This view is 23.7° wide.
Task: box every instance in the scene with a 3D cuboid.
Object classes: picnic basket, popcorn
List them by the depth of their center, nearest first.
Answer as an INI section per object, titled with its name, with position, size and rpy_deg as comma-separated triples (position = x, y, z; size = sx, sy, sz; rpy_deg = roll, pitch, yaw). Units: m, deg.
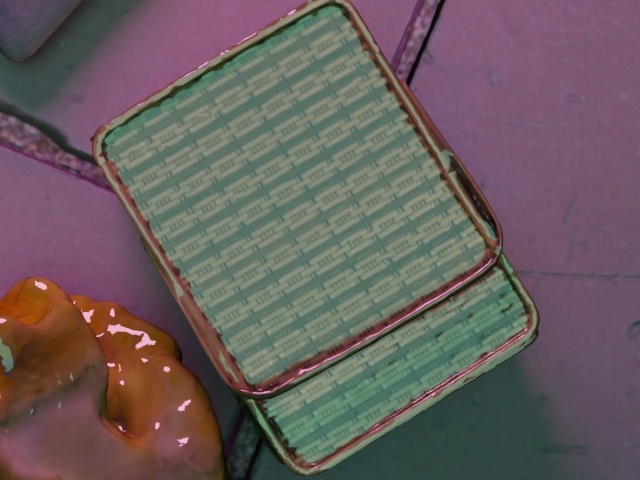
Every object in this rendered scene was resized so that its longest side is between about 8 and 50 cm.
[popcorn]
position = -0.210, 0.189, 1.116
size = 0.297, 0.281, 0.316
rpy_deg = -37, 109, -31
[picnic basket]
position = 0.000, 0.000, 1.149
size = 0.228, 0.175, 0.313
rpy_deg = -30, 93, -2

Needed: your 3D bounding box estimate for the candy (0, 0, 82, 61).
[candy]
position = -0.226, -0.242, 1.185
size = 0.138, 0.071, 0.174
rpy_deg = 43, 90, -3
